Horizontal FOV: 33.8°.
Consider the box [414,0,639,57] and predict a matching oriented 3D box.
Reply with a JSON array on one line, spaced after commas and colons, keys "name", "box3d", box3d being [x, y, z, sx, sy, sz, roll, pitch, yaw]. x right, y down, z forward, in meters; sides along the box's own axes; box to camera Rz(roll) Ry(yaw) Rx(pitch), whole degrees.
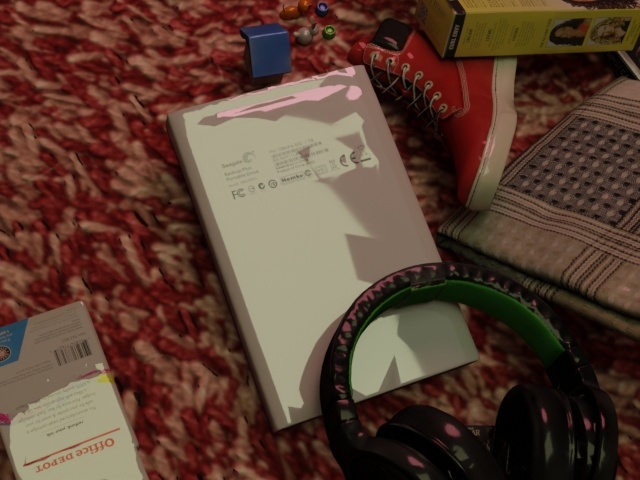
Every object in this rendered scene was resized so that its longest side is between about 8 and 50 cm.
[{"name": "box", "box3d": [0.224, -0.243, 1.118, 0.232, 0.058, 0.087, -7, 45, -19]}]

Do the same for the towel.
[{"name": "towel", "box3d": [0.317, -0.046, 1.012, 0.312, 0.056, 0.324, -37, 39, -22]}]

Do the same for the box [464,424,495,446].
[{"name": "box", "box3d": [0.164, 0.209, 0.992, 0.083, 0.018, 0.067, 2, 67, -10]}]

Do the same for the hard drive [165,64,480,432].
[{"name": "hard drive", "box3d": [0.000, 0.000, 1.020, 0.210, 0.040, 0.318, -17, 78, -17]}]

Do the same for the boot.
[{"name": "boot", "box3d": [0.107, -0.135, 1.076, 0.176, 0.088, 0.244, 13, 45, -4]}]

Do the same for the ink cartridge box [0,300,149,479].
[{"name": "ink cartridge box", "box3d": [-0.225, 0.157, 0.919, 0.104, 0.061, 0.181, -19, 71, -17]}]

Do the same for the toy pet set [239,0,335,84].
[{"name": "toy pet set", "box3d": [-0.026, -0.212, 1.112, 0.114, 0.065, 0.122, -11, 69, -15]}]

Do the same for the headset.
[{"name": "headset", "box3d": [0.138, 0.213, 0.917, 0.243, 0.185, 0.394, -9, 62, -19]}]

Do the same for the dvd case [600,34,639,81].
[{"name": "dvd case", "box3d": [0.410, -0.237, 1.224, 0.179, 0.029, 0.238, -28, 75, -21]}]
